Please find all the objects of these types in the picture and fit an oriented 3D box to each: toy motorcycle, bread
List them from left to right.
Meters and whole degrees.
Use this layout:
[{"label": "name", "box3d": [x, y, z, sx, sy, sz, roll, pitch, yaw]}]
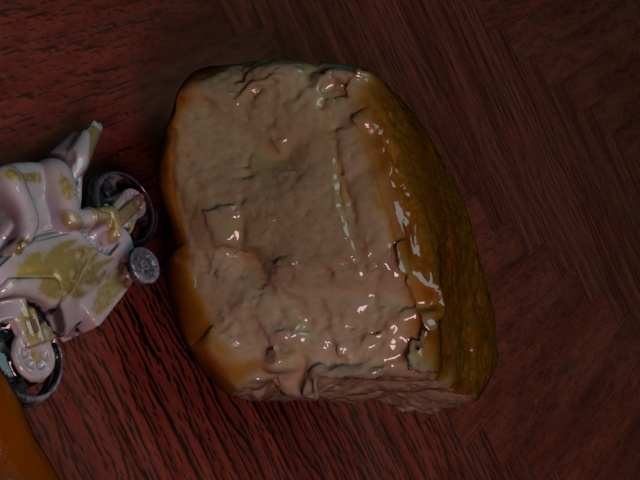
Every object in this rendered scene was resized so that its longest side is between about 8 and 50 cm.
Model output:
[{"label": "toy motorcycle", "box3d": [-0.193, 0.001, 0.950, 0.151, 0.074, 0.228, 48, 42, -21]}, {"label": "bread", "box3d": [0.000, 0.000, 1.063, 0.250, 0.225, 0.279, 27, 52, -68]}]

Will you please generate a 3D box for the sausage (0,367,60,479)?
[{"label": "sausage", "box3d": [-0.227, 0.113, 0.825, 0.238, 0.098, 0.098, 64, 34, -12]}]
